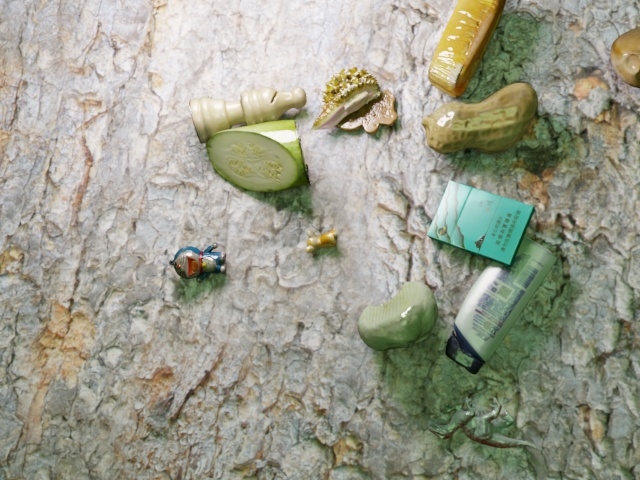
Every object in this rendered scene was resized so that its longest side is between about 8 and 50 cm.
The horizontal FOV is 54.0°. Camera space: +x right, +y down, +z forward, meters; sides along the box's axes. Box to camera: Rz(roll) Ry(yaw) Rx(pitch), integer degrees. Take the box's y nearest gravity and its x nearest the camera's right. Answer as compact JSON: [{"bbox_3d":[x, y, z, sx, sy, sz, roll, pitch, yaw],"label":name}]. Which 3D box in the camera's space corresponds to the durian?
[{"bbox_3d":[0.052,-0.379,1.660,0.140,0.078,0.224,42,85,15],"label":"durian"}]

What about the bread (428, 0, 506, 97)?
[{"bbox_3d":[0.376,-0.518,1.624,0.119,0.152,0.288,24,87,15],"label":"bread"}]

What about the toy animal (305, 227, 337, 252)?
[{"bbox_3d":[0.000,0.000,1.656,0.083,0.081,0.060,-6,85,-14],"label":"toy animal"}]

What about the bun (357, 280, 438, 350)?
[{"bbox_3d":[0.202,0.201,1.573,0.212,0.204,0.126,-22,109,37],"label":"bun"}]

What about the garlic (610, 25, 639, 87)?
[{"bbox_3d":[0.879,-0.485,1.540,0.339,0.196,0.151,-23,97,2],"label":"garlic"}]

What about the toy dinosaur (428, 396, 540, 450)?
[{"bbox_3d":[0.415,0.478,1.562,0.242,0.053,0.167,36,90,9],"label":"toy dinosaur"}]

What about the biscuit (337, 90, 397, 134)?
[{"bbox_3d":[0.117,-0.346,1.697,0.184,0.027,0.133,-17,78,5],"label":"biscuit"}]

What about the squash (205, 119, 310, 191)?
[{"bbox_3d":[-0.169,-0.207,1.640,0.261,0.189,0.189,-11,83,1],"label":"squash"}]

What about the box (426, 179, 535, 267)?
[{"bbox_3d":[0.403,-0.045,1.592,0.226,0.042,0.160,22,85,27],"label":"box"}]

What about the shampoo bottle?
[{"bbox_3d":[0.438,0.157,1.581,0.134,0.078,0.359,35,89,15],"label":"shampoo bottle"}]

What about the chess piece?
[{"bbox_3d":[-0.187,-0.351,1.690,0.307,0.138,0.124,-12,43,-1],"label":"chess piece"}]

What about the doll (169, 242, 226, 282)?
[{"bbox_3d":[-0.329,0.059,1.684,0.152,0.085,0.114,2,103,-3],"label":"doll"}]

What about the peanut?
[{"bbox_3d":[0.413,-0.294,1.601,0.291,0.143,0.159,-15,91,10],"label":"peanut"}]
